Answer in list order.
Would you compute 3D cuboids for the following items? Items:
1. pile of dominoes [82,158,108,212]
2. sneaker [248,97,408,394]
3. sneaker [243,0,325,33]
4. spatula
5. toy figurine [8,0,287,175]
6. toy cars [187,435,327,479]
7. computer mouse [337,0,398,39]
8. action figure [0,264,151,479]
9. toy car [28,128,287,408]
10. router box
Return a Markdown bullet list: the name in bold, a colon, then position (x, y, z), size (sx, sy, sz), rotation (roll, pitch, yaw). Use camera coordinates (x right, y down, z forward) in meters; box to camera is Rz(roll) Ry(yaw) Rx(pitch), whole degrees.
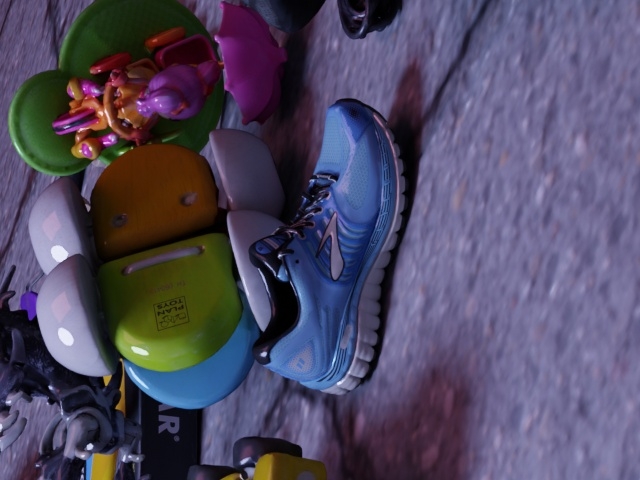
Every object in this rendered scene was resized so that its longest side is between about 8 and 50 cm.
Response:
- **pile of dominoes**: position (-0.136, -0.081, 1.532), size (0.251, 0.040, 0.196), rotation (31, 109, 59)
- **sneaker**: position (0.000, 0.000, 1.064), size (0.063, 0.073, 0.162), rotation (173, 106, -68)
- **sneaker**: position (0.089, -0.231, 0.858), size (0.483, 0.202, 0.185), rotation (-20, 30, 49)
- **spatula**: position (-0.233, -0.009, 1.717), size (0.084, 0.030, 0.296), rotation (173, 107, -70)
- **toy figurine**: position (-0.098, -0.104, 1.279), size (0.159, 0.173, 0.130), rotation (-4, 110, 57)
- **toy cars**: position (-0.051, 0.252, 1.064), size (0.176, 0.087, 0.393), rotation (-104, 29, -56)
- **computer mouse**: position (0.051, -0.256, 1.092), size (0.262, 0.060, 0.184), rotation (107, 157, -47)
- **action figure**: position (-0.174, 0.132, 1.224), size (0.141, 0.164, 0.275), rotation (-50, 54, 10)
- **toy car**: position (-0.089, 0.028, 1.215), size (0.182, 0.159, 0.136), rotation (-105, -1, -48)
- **router box**: position (-0.129, 0.104, 1.366), size (0.133, 0.046, 0.179), rotation (139, 134, -56)
